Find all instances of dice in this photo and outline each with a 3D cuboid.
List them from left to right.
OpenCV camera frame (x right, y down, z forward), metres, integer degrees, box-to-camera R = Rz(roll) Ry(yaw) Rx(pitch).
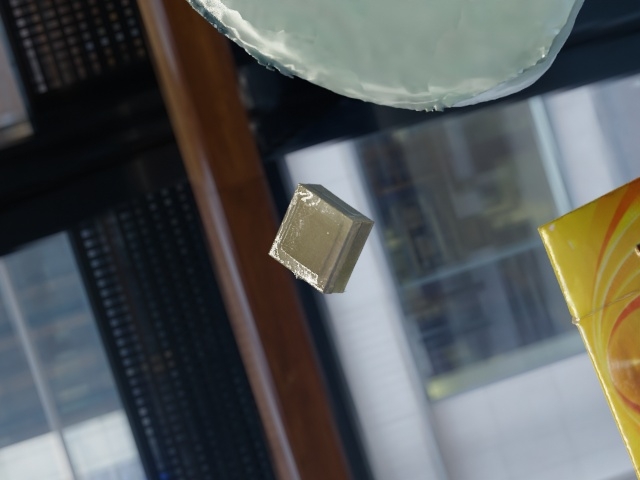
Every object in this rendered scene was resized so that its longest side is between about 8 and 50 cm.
[{"bbox_3d":[0.057,-0.261,1.000,0.262,0.265,0.268,-68,-3,-49],"label":"dice"}]

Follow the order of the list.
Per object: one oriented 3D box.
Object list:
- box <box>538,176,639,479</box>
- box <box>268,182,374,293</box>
[{"bbox_3d":[0.246,0.078,1.014,0.043,0.152,0.269,33,-145,-57],"label":"box"},{"bbox_3d":[0.000,0.000,1.580,0.079,0.035,0.083,36,112,34],"label":"box"}]
